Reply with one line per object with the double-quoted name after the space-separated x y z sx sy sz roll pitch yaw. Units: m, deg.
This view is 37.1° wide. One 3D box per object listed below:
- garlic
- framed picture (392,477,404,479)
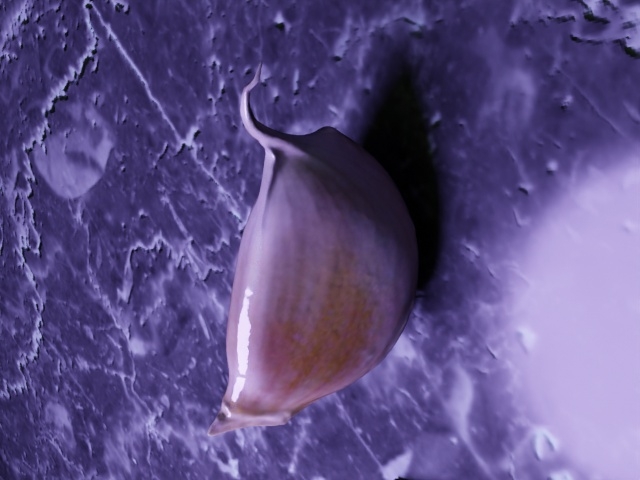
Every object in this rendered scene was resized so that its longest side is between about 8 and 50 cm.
0.001 -0.005 0.646 0.128 0.148 0.267 5 115 13 "garlic"
0.113 0.280 0.749 0.128 0.023 0.169 4 110 46 "framed picture"
